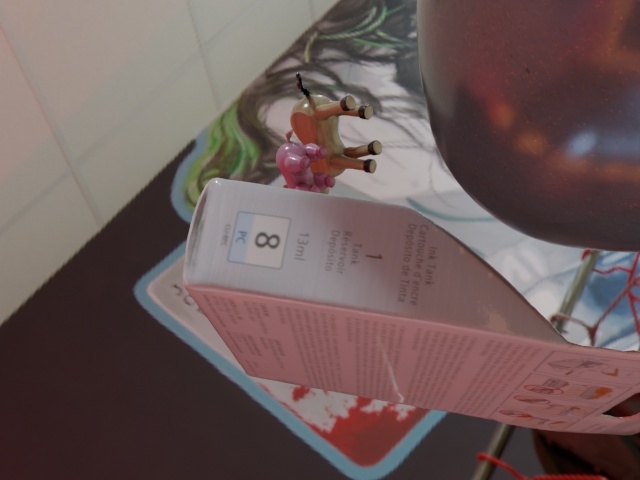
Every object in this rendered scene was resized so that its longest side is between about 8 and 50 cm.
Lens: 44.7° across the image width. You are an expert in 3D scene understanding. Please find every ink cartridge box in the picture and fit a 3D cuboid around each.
[{"bbox_3d":[0.108,0.072,0.639,0.308,0.384,0.091,83,-164,-68],"label":"ink cartridge box"}]

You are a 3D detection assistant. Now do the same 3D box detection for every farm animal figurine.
[{"bbox_3d":[0.000,0.000,1.041,0.326,0.172,0.330,37,-114,-40],"label":"farm animal figurine"}]

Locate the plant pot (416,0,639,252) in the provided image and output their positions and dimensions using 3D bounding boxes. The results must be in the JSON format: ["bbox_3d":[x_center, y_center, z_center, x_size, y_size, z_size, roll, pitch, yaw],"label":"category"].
[{"bbox_3d":[0.166,-0.106,0.429,0.290,0.290,0.195,-43,-7,-42],"label":"plant pot"}]
